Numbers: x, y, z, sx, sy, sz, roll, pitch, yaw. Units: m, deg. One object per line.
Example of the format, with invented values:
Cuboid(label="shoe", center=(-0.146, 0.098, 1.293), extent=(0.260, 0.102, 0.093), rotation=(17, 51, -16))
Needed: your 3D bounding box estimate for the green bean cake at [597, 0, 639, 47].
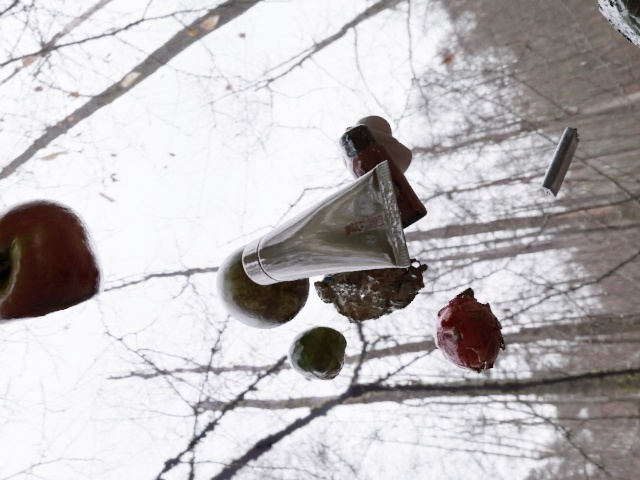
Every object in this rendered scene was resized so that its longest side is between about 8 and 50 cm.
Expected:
Cuboid(label="green bean cake", center=(0.680, -0.471, 1.229), extent=(0.181, 0.094, 0.173), rotation=(37, -156, -15))

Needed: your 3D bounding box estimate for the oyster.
Cuboid(label="oyster", center=(0.111, 0.101, 1.339), extent=(0.260, 0.198, 0.092), rotation=(14, -148, -9))

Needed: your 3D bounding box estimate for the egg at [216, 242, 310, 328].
Cuboid(label="egg", center=(-0.153, 0.116, 1.553), extent=(0.289, 0.239, 0.238), rotation=(23, -116, -68))

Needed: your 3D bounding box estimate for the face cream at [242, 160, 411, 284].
Cuboid(label="face cream", center=(0.000, 0.000, 0.866), extent=(0.084, 0.341, 0.137), rotation=(-6, -98, -37))

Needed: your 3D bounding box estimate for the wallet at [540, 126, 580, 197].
Cuboid(label="wallet", center=(0.622, -0.199, 1.523), extent=(0.222, 0.036, 0.167), rotation=(1, -68, -64))

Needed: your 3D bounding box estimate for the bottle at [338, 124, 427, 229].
Cuboid(label="bottle", center=(0.171, -0.182, 1.733), extent=(0.144, 0.144, 0.336), rotation=(-29, -94, -47))

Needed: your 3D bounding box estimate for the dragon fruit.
Cuboid(label="dragon fruit", center=(0.363, 0.226, 1.441), extent=(0.172, 0.172, 0.209), rotation=(-6, -108, -48))

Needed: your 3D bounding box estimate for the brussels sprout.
Cuboid(label="brussels sprout", center=(-0.008, 0.314, 1.640), extent=(0.162, 0.144, 0.180), rotation=(-37, -51, -24))

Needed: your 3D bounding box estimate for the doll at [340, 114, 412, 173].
Cuboid(label="doll", center=(0.185, -0.307, 1.917), extent=(0.221, 0.251, 0.221), rotation=(-57, -20, -34))

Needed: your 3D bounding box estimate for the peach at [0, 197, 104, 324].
Cuboid(label="peach", center=(-0.522, 0.044, 1.095), extent=(0.274, 0.249, 0.245), rotation=(82, -157, -84))
